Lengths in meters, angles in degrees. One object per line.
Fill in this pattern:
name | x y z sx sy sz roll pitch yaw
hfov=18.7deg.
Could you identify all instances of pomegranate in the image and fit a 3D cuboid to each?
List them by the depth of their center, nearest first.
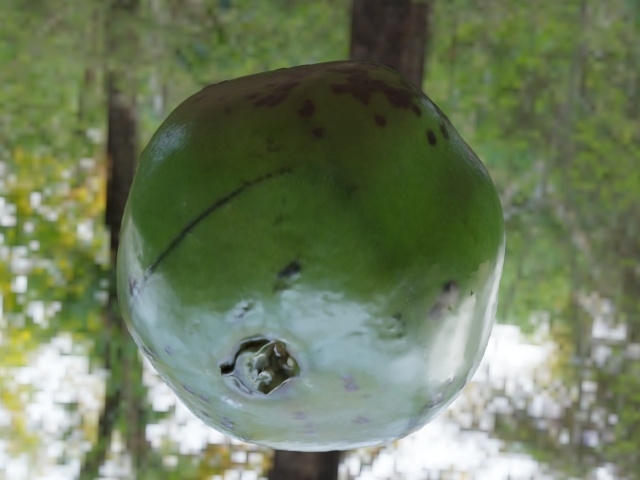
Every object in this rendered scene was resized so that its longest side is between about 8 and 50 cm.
pomegranate | 0.000 0.000 1.217 0.254 0.254 0.270 8 -138 22
